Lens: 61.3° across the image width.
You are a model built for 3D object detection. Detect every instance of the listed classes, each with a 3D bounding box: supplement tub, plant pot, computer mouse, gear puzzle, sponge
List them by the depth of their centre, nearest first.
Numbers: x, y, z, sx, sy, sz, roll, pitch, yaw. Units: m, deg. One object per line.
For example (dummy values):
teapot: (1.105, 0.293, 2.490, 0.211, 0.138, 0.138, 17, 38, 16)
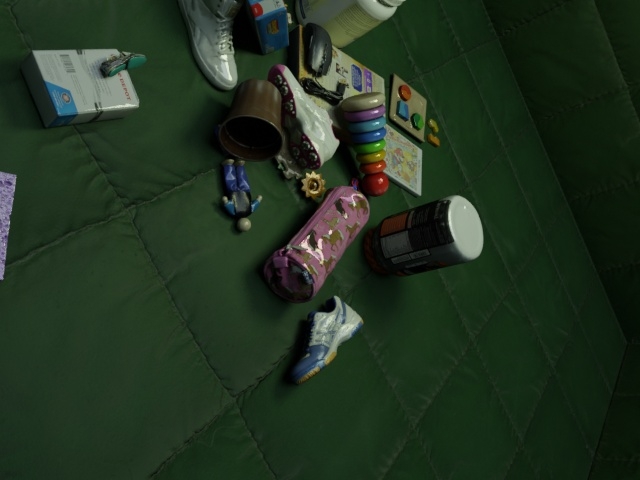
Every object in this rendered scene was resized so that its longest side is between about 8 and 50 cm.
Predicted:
sponge: (-0.630, -0.031, 0.978, 0.117, 0.031, 0.210, 13, 68, -42)
plant pot: (-0.171, -0.323, 1.415, 0.167, 0.167, 0.165, 31, 49, -35)
gear puzzle: (-0.076, -0.277, 1.596, 0.175, 0.044, 0.339, -35, 104, -26)
supplement tub: (0.316, -0.003, 1.699, 0.207, 0.338, 0.207, 17, 66, -41)
computer mouse: (0.026, -0.562, 1.705, 0.184, 0.060, 0.262, 20, 64, -39)
supplement tub: (0.103, -0.789, 1.757, 0.235, 0.325, 0.235, 17, 65, -41)

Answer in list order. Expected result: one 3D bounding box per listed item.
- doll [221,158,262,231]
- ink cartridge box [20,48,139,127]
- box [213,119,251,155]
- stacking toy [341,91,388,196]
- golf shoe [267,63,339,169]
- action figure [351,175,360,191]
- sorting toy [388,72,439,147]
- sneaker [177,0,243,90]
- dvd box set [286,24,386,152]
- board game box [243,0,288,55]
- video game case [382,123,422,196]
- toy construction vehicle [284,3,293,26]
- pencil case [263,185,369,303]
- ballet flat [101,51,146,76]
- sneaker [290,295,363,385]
doll: (-0.209, -0.116, 1.420, 0.129, 0.046, 0.189, 0, 76, -44)
ink cartridge box: (-0.511, -0.329, 1.160, 0.191, 0.082, 0.139, -24, 94, -49)
box: (-0.230, -0.279, 1.468, 0.136, 0.028, 0.081, -22, 93, -44)
stacking toy: (0.163, -0.301, 1.743, 0.141, 0.141, 0.330, -37, 123, -45)
golf shoe: (-0.048, -0.359, 1.537, 0.140, 0.115, 0.306, -37, 113, -34)
action figure: (0.111, -0.171, 1.777, 0.038, 0.030, 0.115, 38, 50, -26)
sorting toy: (0.387, -0.507, 2.156, 0.307, 0.041, 0.229, 24, 60, -38)
sneaker: (-0.264, -0.560, 1.426, 0.108, 0.169, 0.292, -29, 99, -48)
dvd box set: (0.063, -0.488, 1.809, 0.420, 0.062, 0.307, 16, 66, -42)
board game box: (-0.184, -0.705, 1.479, 0.308, 0.086, 0.301, -125, -167, -86)
video game case: (0.302, -0.297, 2.011, 0.227, 0.026, 0.206, 25, 60, -37)
toy construction vehicle: (-0.134, -0.712, 1.711, 0.086, 0.035, 0.098, -4, 77, -35)
pencil case: (0.000, 0.000, 1.512, 0.160, 0.167, 0.386, 40, 47, -2)
ballet flat: (-0.431, -0.392, 1.178, 0.041, 0.041, 0.114, 58, 43, -14)
sneaker: (-0.009, 0.268, 1.471, 0.131, 0.112, 0.296, 48, 44, 1)
